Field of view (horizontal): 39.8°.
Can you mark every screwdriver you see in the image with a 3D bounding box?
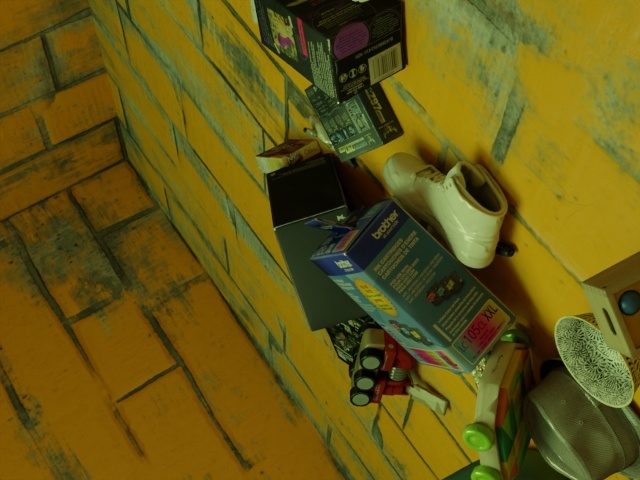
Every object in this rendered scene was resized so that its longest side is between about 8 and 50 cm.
[{"bbox_3d":[0.315,0.003,1.675,0.170,0.024,0.025,-144,59,-64],"label":"screwdriver"}]

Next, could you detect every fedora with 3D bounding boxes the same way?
[{"bbox_3d":[0.467,0.347,1.608,0.275,0.124,0.244,54,161,21],"label":"fedora"}]

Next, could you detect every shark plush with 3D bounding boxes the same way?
[{"bbox_3d":[0.035,-0.237,2.044,0.161,0.073,0.067,37,178,6],"label":"shark plush"}]

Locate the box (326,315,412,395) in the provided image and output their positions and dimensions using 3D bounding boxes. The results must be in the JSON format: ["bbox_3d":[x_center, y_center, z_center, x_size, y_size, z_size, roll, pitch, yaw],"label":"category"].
[{"bbox_3d":[0.110,0.266,2.502,0.322,0.079,0.257,25,142,60],"label":"box"}]

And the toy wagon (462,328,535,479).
[{"bbox_3d":[0.360,0.352,1.708,0.068,0.267,0.344,6,132,28],"label":"toy wagon"}]

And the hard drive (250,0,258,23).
[{"bbox_3d":[-0.125,-0.627,1.678,0.353,0.047,0.233,87,-179,-53],"label":"hard drive"}]

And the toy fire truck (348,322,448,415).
[{"bbox_3d":[0.208,0.346,2.282,0.159,0.246,0.217,-92,10,-51],"label":"toy fire truck"}]

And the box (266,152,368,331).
[{"bbox_3d":[0.000,0.000,2.080,0.294,0.182,0.296,-105,-4,-61],"label":"box"}]

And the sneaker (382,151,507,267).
[{"bbox_3d":[0.233,-0.105,1.621,0.292,0.108,0.169,47,149,28],"label":"sneaker"}]

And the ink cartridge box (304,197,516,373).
[{"bbox_3d":[0.147,0.069,1.721,0.395,0.151,0.270,45,167,-7],"label":"ink cartridge box"}]

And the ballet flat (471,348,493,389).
[{"bbox_3d":[0.366,0.288,1.869,0.077,0.091,0.241,-10,118,36],"label":"ballet flat"}]

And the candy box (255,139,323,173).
[{"bbox_3d":[-0.081,-0.213,2.246,0.186,0.109,0.053,19,135,65],"label":"candy box"}]

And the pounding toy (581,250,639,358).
[{"bbox_3d":[0.472,0.100,1.254,0.141,0.130,0.100,64,173,-11],"label":"pounding toy"}]

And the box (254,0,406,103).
[{"bbox_3d":[0.013,-0.399,1.633,0.270,0.165,0.143,46,157,38],"label":"box"}]

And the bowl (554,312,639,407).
[{"bbox_3d":[0.467,0.177,1.428,0.170,0.080,0.170,50,158,29],"label":"bowl"}]

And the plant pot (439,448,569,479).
[{"bbox_3d":[0.418,0.591,1.921,0.293,0.235,0.293,50,159,27],"label":"plant pot"}]

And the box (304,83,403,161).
[{"bbox_3d":[0.066,-0.271,1.852,0.183,0.059,0.232,63,161,-5],"label":"box"}]

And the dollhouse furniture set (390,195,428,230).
[{"bbox_3d":[0.204,-0.007,1.930,0.144,0.123,0.151,36,115,51],"label":"dollhouse furniture set"}]

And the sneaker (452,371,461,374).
[{"bbox_3d":[0.300,0.252,1.946,0.081,0.080,0.211,47,-172,4],"label":"sneaker"}]
